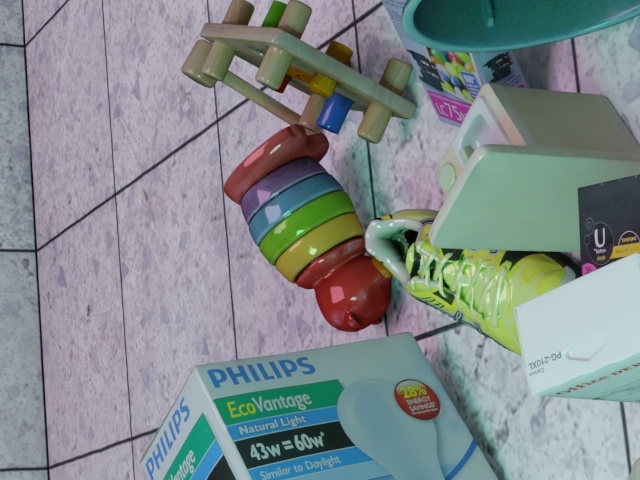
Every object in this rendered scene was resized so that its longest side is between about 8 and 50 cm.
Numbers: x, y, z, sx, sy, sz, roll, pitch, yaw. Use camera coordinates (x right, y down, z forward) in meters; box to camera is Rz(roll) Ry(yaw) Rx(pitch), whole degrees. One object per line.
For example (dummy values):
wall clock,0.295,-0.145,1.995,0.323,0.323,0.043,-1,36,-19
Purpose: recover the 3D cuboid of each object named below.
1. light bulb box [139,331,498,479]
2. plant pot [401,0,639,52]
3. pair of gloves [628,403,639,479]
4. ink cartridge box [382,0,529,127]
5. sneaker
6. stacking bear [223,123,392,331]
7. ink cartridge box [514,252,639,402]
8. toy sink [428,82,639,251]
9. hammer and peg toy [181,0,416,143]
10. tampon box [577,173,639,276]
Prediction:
light bulb box,0.018,0.337,2.038,0.361,0.357,0.225,59,138,29
plant pot,0.222,-0.421,1.742,0.341,0.341,0.334,-33,65,56
pair of gloves,0.406,0.264,1.708,0.240,0.042,0.204,7,95,62
ink cartridge box,0.154,-0.272,2.000,0.186,0.065,0.311,28,148,59
sneaker,0.190,0.057,2.005,0.384,0.147,0.145,25,109,58
stacking bear,0.000,0.000,2.315,0.164,0.175,0.289,-36,77,13
ink cartridge box,0.339,0.094,1.607,0.172,0.237,0.100,-29,62,44
toy sink,0.228,-0.085,1.852,0.153,0.234,0.131,-64,37,38
hammer and peg toy,-0.040,-0.253,2.353,0.361,0.266,0.127,17,82,61
tampon box,0.368,-0.011,1.667,0.120,0.161,0.101,-14,76,61
